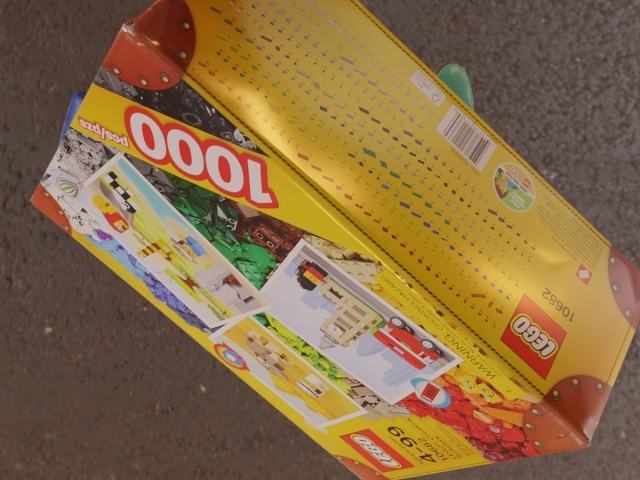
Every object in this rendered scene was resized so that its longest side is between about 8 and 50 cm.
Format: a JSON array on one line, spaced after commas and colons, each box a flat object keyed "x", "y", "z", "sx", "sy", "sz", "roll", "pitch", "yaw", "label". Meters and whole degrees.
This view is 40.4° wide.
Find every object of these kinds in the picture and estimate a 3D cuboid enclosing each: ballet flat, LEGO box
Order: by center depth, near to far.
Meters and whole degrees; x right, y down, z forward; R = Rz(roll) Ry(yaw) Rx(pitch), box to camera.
[{"x": 0.000, "y": 0.000, "z": 0.866, "sx": 0.500, "sy": 0.372, "sz": 0.193, "roll": 41, "pitch": 57, "yaw": -9, "label": "LEGO box"}, {"x": 0.256, "y": -0.188, "z": 1.794, "sx": 0.116, "sy": 0.124, "sz": 0.342, "roll": -5, "pitch": 84, "yaw": -17, "label": "ballet flat"}]

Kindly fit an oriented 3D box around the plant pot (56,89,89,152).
[{"x": -0.286, "y": -0.103, "z": 1.452, "sx": 0.236, "sy": 0.212, "sz": 0.236, "roll": -15, "pitch": 141, "yaw": -46, "label": "plant pot"}]
